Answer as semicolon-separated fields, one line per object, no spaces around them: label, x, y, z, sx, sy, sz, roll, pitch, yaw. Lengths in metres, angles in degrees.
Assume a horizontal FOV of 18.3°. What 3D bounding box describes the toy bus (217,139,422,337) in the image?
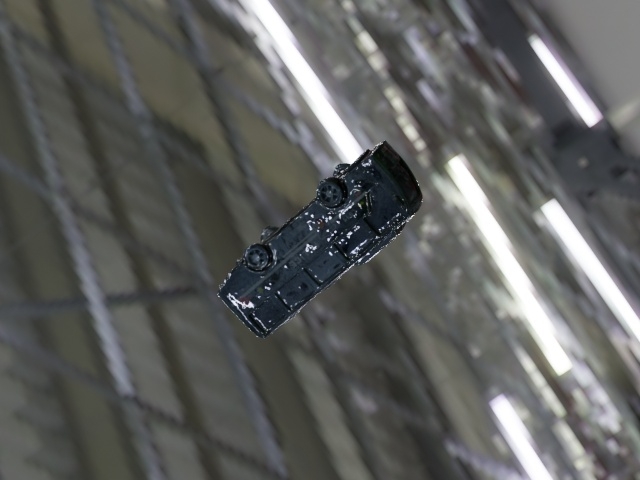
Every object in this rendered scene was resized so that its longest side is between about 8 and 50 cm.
toy bus;0.000;0.000;1.411;0.065;0.166;0.047;48;-155;-3
